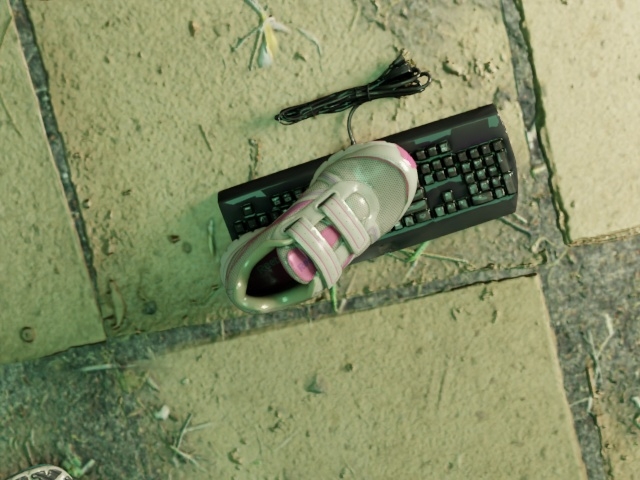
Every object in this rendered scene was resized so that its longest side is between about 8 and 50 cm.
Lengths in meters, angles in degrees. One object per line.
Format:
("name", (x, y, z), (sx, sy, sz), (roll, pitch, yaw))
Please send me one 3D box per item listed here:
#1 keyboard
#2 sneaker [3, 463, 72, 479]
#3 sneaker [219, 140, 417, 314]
("keyboard", (0.043, -0.077, 1.603), (0.317, 0.033, 0.201), (-18, 103, 7))
("sneaker", (-0.405, 0.335, 1.704), (0.275, 0.110, 0.107), (-34, 119, -6))
("sneaker", (0.000, 0.000, 1.558), (0.252, 0.111, 0.103), (-41, 105, 15))
